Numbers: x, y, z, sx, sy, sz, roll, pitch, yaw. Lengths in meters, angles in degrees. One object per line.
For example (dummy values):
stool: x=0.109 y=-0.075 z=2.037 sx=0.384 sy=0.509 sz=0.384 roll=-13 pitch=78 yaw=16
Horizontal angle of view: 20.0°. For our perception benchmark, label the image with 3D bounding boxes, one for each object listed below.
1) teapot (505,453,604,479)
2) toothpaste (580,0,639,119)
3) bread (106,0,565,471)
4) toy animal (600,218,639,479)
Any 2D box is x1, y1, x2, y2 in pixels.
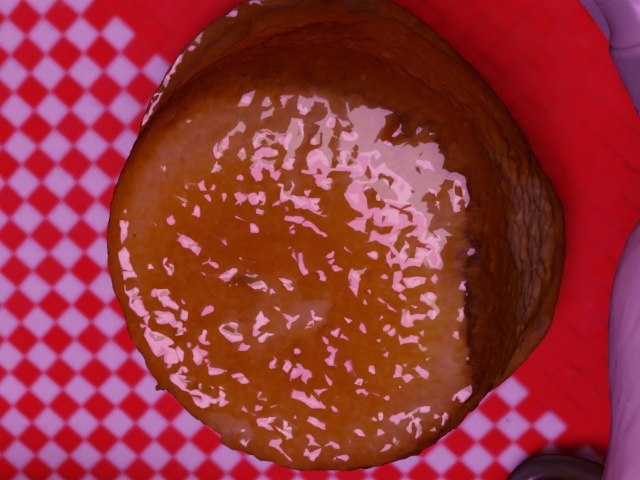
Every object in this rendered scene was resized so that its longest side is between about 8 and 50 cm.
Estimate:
teapot: x=0.107 y=0.252 z=1.046 sx=0.175 sy=0.185 sz=0.267 roll=13 pitch=80 yaw=34
toothpaste: x=0.231 y=-0.053 z=0.991 sx=0.096 sy=0.061 sz=0.266 roll=-34 pitch=106 yaw=15
bread: x=0.000 y=0.000 z=0.991 sx=0.269 sy=0.145 sz=0.268 roll=4 pitch=108 yaw=12
toy animal: x=0.252 y=0.092 z=0.941 sx=0.249 sy=0.174 sz=0.289 roll=6 pitch=96 yaw=-39
